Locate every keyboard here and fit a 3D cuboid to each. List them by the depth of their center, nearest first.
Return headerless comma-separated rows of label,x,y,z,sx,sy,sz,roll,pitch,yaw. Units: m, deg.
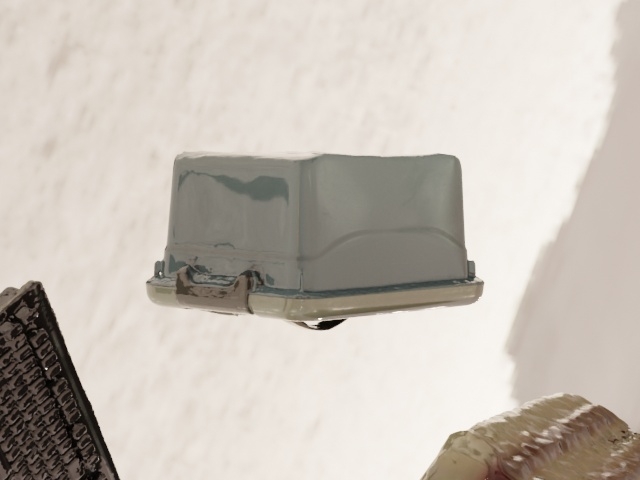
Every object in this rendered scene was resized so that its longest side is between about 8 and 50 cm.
keyboard,-0.162,0.120,1.051,0.093,0.025,0.230,-45,145,-25

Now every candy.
candy,0.138,0.216,1.254,0.179,0.135,0.320,-61,163,13

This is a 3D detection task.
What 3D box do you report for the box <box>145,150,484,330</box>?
box,0.000,0.000,1.314,0.227,0.162,0.130,-2,94,-50
